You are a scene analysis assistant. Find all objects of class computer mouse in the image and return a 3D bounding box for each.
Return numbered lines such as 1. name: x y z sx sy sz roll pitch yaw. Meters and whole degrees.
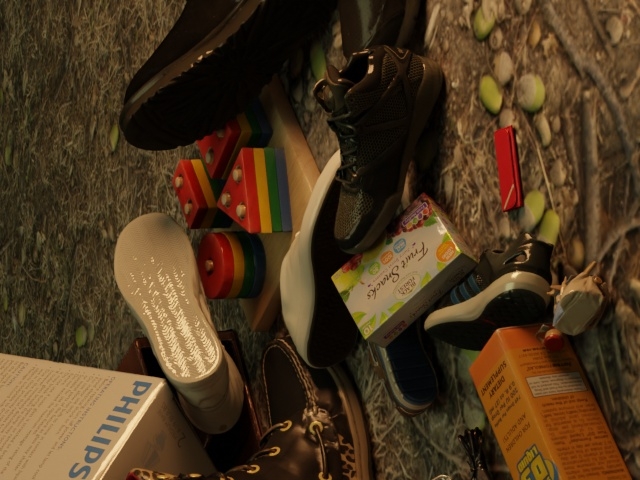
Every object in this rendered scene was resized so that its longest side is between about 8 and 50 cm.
1. computer mouse: 0.133 0.284 1.702 0.193 0.042 0.106 -48 54 46

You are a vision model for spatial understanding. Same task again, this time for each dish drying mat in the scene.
1. dish drying mat: 0.188 -0.072 1.610 0.032 0.008 0.083 -23 71 62

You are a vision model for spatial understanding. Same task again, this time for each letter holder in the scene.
1. letter holder: -0.211 0.294 2.246 0.302 0.152 0.214 -54 47 50

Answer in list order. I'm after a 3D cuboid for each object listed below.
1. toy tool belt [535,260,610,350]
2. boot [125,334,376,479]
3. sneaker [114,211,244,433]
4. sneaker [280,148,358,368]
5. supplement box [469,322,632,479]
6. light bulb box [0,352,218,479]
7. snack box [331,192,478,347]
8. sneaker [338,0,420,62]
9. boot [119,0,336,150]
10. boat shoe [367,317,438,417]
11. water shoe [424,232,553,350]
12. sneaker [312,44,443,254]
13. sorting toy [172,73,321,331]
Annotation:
1. toy tool belt: 0.235 0.061 1.493 0.051 0.052 0.083 -74 11 -49
2. boot: -0.087 0.277 1.855 0.138 0.284 0.377 -54 44 50
3. sneaker: -0.180 0.114 2.056 0.169 0.108 0.292 74 176 -51
4. sneaker: 0.000 0.000 1.869 0.123 0.106 0.290 51 135 48
5. supplement box: 0.221 0.193 1.486 0.233 0.080 0.078 67 148 31
6. light bulb box: -0.318 0.350 2.072 0.361 0.225 0.358 5 137 34
7. snack box: 0.088 0.032 1.708 0.141 0.037 0.100 -44 48 16
8. sneaker: 0.025 -0.349 1.768 0.125 0.139 0.341 -5 88 61
9. boot: -0.145 -0.299 2.019 0.348 0.131 0.260 -40 53 14
10. boat shoe: 0.077 0.110 1.772 0.066 0.066 0.183 117 146 -57
11. water shoe: 0.175 0.053 1.600 0.203 0.073 0.080 -32 36 60
12. sneaker: 0.036 -0.104 1.711 0.087 0.130 0.227 27 98 59
13. sorting toy: -0.105 -0.054 2.087 0.257 0.089 0.255 -62 39 43
